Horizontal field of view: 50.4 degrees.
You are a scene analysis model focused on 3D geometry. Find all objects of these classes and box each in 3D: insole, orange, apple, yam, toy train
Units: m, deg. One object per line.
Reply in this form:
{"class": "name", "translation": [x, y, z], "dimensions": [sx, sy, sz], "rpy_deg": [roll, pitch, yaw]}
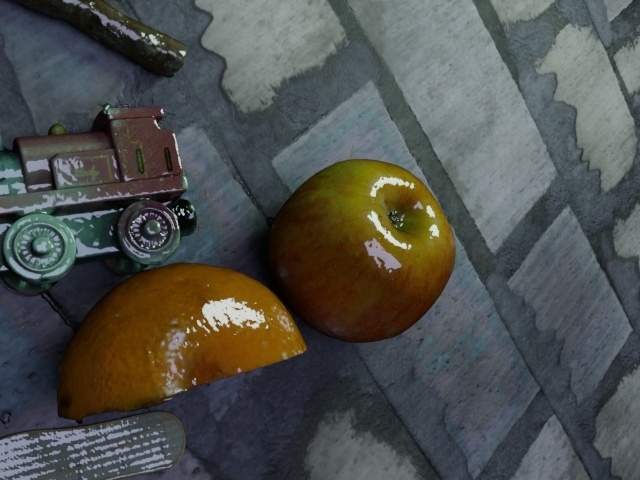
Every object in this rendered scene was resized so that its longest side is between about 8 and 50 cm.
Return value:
{"class": "insole", "translation": [-0.346, 0.308, 0.930], "dimensions": [0.348, 0.009, 0.119], "rpy_deg": [-6, 77, -35]}
{"class": "orange", "translation": [-0.189, 0.153, 0.905], "dimensions": [0.310, 0.274, 0.274], "rpy_deg": [-47, 115, -30]}
{"class": "apple", "translation": [0.071, 0.019, 1.050], "dimensions": [0.301, 0.301, 0.302], "rpy_deg": [0, 90, -34]}
{"class": "yam", "translation": [-0.308, -0.305, 0.943], "dimensions": [0.253, 0.061, 0.061], "rpy_deg": [22, 78, -31]}
{"class": "toy train", "translation": [-0.320, -0.055, 0.895], "dimensions": [0.304, 0.150, 0.221], "rpy_deg": [-12, 86, -32]}
